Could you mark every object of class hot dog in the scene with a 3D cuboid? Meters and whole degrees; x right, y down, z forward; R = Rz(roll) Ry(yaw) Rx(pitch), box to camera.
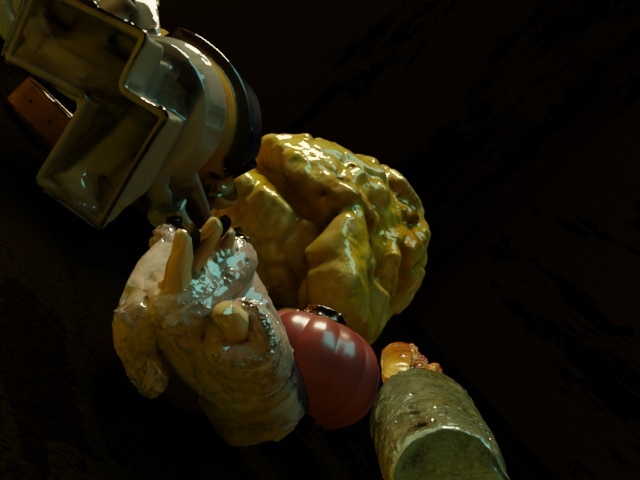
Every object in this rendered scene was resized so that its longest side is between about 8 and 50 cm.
[{"bbox_3d":[0.143,0.204,1.317,0.104,0.076,0.250,46,1,4],"label":"hot dog"}]

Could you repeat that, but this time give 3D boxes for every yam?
[{"bbox_3d":[0.102,0.188,0.757,0.107,0.107,0.194,44,4,-5],"label":"yam"}]

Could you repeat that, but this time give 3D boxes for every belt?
[{"bbox_3d":[-0.245,-0.108,0.777,0.083,0.036,0.059,45,-3,2],"label":"belt"}]

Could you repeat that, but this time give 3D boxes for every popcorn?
[{"bbox_3d":[0.000,0.000,0.957,0.265,0.225,0.332,49,14,-15],"label":"popcorn"}]

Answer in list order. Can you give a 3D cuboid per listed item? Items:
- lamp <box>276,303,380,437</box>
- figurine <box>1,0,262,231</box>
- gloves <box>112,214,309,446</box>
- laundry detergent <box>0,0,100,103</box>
[{"bbox_3d":[-0.010,0.094,0.622,0.107,0.092,0.107,18,-21,7],"label":"lamp"},{"bbox_3d":[-0.138,-0.108,0.754,0.143,0.308,0.308,3,-11,17],"label":"figurine"},{"bbox_3d":[-0.062,0.056,0.484,0.144,0.094,0.110,63,9,-18],"label":"gloves"},{"bbox_3d":[-0.323,-0.275,1.202,0.264,0.124,0.398,42,2,-16],"label":"laundry detergent"}]
